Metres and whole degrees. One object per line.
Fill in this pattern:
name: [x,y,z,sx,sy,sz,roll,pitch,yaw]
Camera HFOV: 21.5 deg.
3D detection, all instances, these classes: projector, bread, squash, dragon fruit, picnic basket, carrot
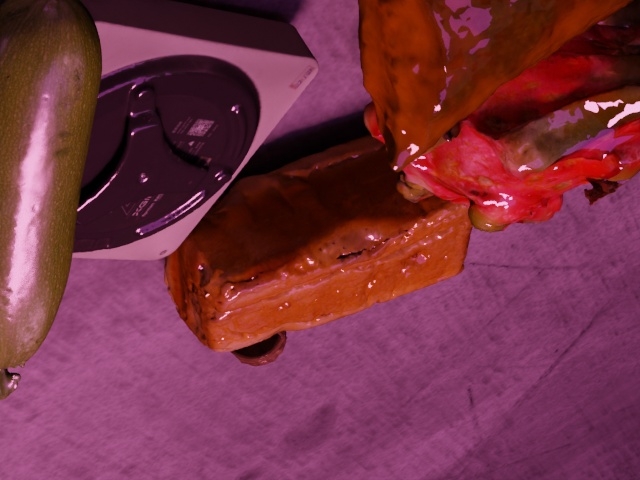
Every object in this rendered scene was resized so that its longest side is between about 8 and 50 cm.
projector: [-0.160,-0.080,1.367,0.259,0.079,0.257,3,137,-46]
bread: [0.000,0.000,1.598,0.294,0.132,0.167,-18,158,-16]
squash: [-0.227,-0.022,1.246,0.101,0.101,0.379,-12,137,-32]
dragon fruit: [0.176,-0.131,1.410,0.302,0.231,0.237,-13,150,41]
picnic basket: [-0.072,0.091,1.751,0.072,0.072,0.083,-32,158,1]
carrot: [0.123,-0.241,1.212,0.340,0.241,0.241,-35,153,-2]
